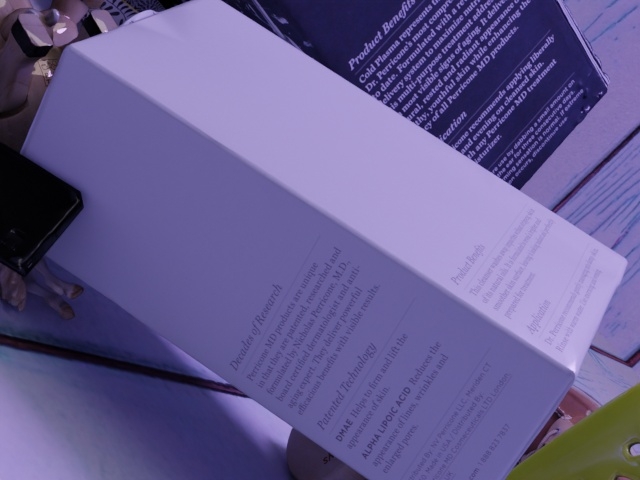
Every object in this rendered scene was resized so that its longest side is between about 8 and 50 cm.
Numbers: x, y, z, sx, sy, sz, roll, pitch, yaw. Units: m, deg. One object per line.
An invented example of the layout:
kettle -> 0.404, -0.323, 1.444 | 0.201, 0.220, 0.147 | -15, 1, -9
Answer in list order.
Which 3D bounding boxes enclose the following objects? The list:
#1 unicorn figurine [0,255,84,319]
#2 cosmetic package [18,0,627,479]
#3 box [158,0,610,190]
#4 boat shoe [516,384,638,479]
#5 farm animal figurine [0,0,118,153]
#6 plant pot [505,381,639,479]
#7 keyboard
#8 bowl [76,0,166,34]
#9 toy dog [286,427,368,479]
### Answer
unicorn figurine -> -0.186, 0.002, 0.936 | 0.111, 0.060, 0.162 | 44, 14, 18
cosmetic package -> 0.000, 0.000, 0.899 | 0.385, 0.156, 0.217 | 33, 28, 10
box -> 0.023, -0.305, 1.595 | 0.480, 0.297, 0.472 | 33, -13, 50
boat shoe -> 0.294, 0.260, 1.481 | 0.116, 0.123, 0.324 | 10, 24, -47
farm animal figurine -> -0.268, -0.197, 1.049 | 0.330, 0.172, 0.326 | 3, 54, -40
plant pot -> 0.310, 0.300, 1.194 | 0.228, 0.227, 0.207 | 34, 23, -41
keyboard -> -0.255, -0.036, 0.825 | 0.192, 0.100, 0.038 | 31, -34, 9
bowl -> -0.264, -0.284, 1.552 | 0.170, 0.080, 0.170 | 42, 13, -12
toy dog -> 0.114, 0.221, 0.947 | 0.220, 0.161, 0.333 | 26, 22, -53
